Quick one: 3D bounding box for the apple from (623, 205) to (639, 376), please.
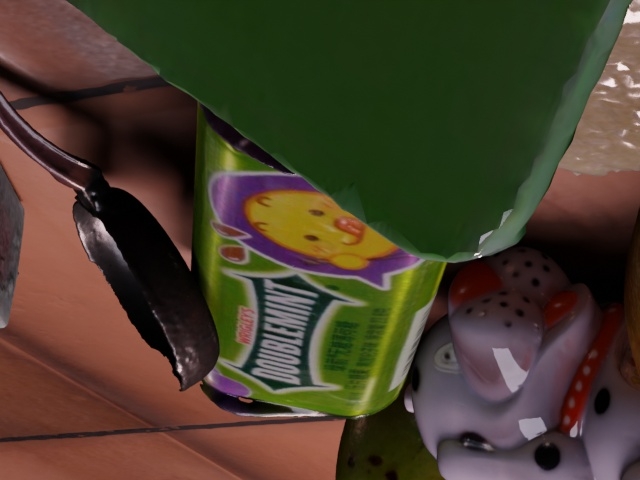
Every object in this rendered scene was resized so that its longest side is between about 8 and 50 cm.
[{"bbox_3d":[0.235,0.012,0.863,0.211,0.188,0.211,5,148,3],"label":"apple"}]

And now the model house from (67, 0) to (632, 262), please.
[{"bbox_3d":[0.070,-0.203,0.464,0.323,0.300,0.340,-3,-148,-47],"label":"model house"}]

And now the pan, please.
[{"bbox_3d":[-0.112,-0.014,1.013,0.212,0.040,0.115,59,167,-29],"label":"pan"}]

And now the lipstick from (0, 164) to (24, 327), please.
[{"bbox_3d":[-0.220,-0.058,0.946,0.076,0.080,0.371,3,158,7],"label":"lipstick"}]

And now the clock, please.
[{"bbox_3d":[0.161,0.090,1.129,0.254,0.189,0.189,9,161,27],"label":"clock"}]

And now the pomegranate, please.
[{"bbox_3d":[0.083,0.161,1.309,0.156,0.156,0.220,7,154,-3],"label":"pomegranate"}]

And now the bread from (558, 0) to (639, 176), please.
[{"bbox_3d":[0.143,-0.117,0.703,0.183,0.102,0.337,27,152,-33],"label":"bread"}]

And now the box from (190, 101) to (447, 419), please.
[{"bbox_3d":[0.000,0.000,1.010,0.134,0.097,0.345,10,158,-1],"label":"box"}]
